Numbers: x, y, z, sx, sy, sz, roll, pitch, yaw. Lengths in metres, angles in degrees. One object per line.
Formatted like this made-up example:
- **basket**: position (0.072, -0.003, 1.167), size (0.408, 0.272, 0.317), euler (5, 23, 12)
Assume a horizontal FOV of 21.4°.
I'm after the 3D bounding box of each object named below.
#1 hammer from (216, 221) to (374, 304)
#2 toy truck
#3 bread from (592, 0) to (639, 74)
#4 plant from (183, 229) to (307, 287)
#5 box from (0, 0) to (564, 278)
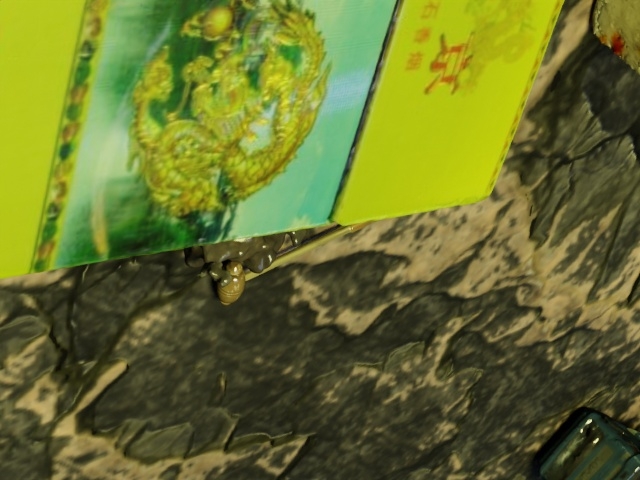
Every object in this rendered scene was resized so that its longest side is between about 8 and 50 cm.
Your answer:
- **hammer**: position (0.000, 0.000, 0.838), size (0.123, 0.014, 0.029), euler (-25, 150, -29)
- **toy truck**: position (0.230, 0.172, 1.176), size (0.074, 0.088, 0.201), euler (-50, 141, 12)
- **bread**: position (0.175, -0.147, 0.811), size (0.028, 0.068, 0.154), euler (-19, 138, -34)
- **plant**: position (-0.006, -0.060, 0.721), size (0.174, 0.085, 0.087), euler (-50, 169, -1)
- **box**: position (-0.047, -0.080, 0.567), size (0.335, 0.047, 0.187), euler (-10, 130, -37)
